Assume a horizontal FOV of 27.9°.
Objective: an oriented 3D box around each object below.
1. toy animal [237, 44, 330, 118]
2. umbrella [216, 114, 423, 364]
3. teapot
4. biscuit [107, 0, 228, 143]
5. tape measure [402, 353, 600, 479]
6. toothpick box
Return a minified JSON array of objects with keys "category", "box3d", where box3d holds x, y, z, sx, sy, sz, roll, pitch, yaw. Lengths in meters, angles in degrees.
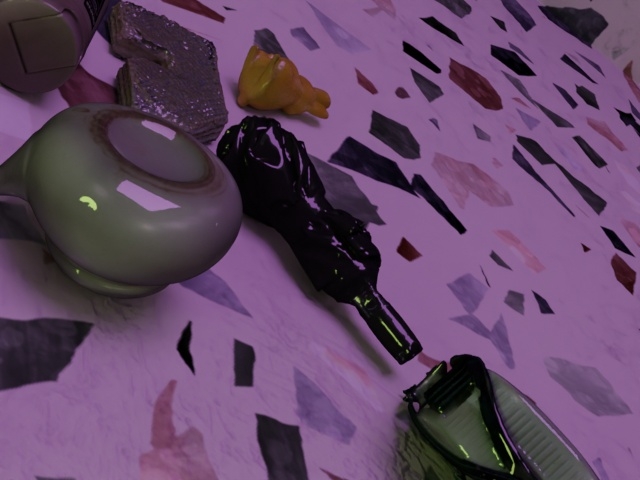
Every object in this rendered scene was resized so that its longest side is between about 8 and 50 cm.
[{"category":"toy animal","box3d":[-0.044,-0.196,1.734,0.070,0.083,0.159,27,3,37]},{"category":"umbrella","box3d":[0.000,0.000,1.456,0.340,0.118,0.118,54,30,16]},{"category":"teapot","box3d":[-0.158,-0.041,1.253,0.220,0.149,0.318,43,27,21]},{"category":"biscuit","box3d":[-0.184,-0.196,1.561,0.147,0.046,0.250,25,31,-29]},{"category":"tape measure","box3d":[0.171,0.211,1.285,0.235,0.115,0.207,48,-4,15]},{"category":"toothpick box","box3d":[-0.301,-0.245,1.418,0.111,0.111,0.181,33,27,-15]}]
